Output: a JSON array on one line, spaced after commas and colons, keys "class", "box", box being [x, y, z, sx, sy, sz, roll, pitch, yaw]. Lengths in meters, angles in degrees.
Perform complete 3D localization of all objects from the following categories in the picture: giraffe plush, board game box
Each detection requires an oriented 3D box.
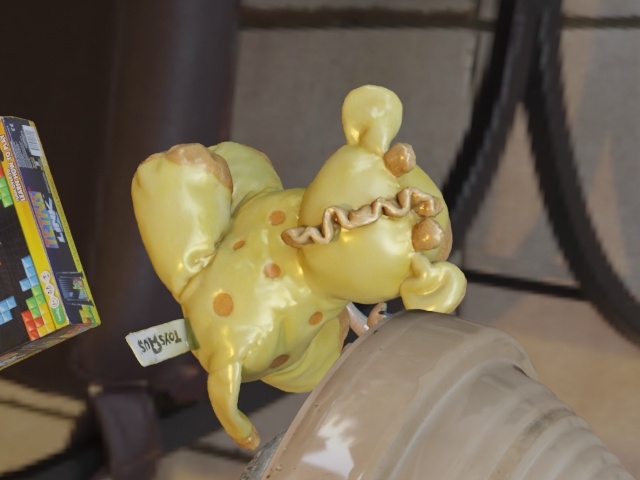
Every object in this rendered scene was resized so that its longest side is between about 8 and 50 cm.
[{"class": "giraffe plush", "box": [0.000, 0.000, 1.045, 0.170, 0.210, 0.181, -28, 101, 23]}, {"class": "board game box", "box": [-0.259, 0.011, 1.393, 0.141, 0.048, 0.170, -25, 77, 22]}]

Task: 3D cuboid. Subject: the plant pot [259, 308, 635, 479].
[{"class": "plant pot", "box": [0.051, 0.148, 0.562, 0.109, 0.237, 0.237, 14, 99, 22]}]

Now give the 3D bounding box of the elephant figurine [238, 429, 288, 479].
[{"class": "elephant figurine", "box": [-0.042, 0.204, 0.911, 0.169, 0.239, 0.186, 50, 146, 46]}]

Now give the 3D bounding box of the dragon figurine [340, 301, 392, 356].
[{"class": "dragon figurine", "box": [0.096, 0.121, 1.593, 0.085, 0.144, 0.289, -58, 33, 14]}]
